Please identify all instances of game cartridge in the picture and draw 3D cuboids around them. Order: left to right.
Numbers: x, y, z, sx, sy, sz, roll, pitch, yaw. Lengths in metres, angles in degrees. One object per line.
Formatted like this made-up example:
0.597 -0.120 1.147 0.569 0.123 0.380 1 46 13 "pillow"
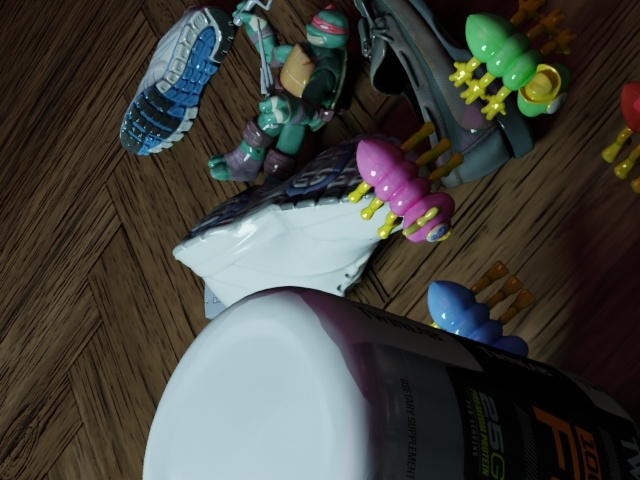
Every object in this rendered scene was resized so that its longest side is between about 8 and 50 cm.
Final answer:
-0.094 0.037 1.199 0.056 0.017 0.083 -12 66 43 "game cartridge"

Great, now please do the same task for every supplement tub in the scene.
0.071 0.153 0.711 0.193 0.316 0.194 -22 59 43 "supplement tub"

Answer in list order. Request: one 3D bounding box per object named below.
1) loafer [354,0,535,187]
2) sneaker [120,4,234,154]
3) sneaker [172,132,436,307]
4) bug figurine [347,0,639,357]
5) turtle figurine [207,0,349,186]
0.076 -0.145 0.996 0.084 0.096 0.267 -35 47 1 "loafer"
-0.168 -0.184 1.350 0.191 0.071 0.083 -56 33 4 "sneaker"
0.000 0.000 1.024 0.297 0.129 0.111 -20 19 51 "sneaker"
0.139 -0.036 0.827 0.216 0.072 0.279 45 104 10 "bug figurine"
-0.032 -0.142 1.123 0.175 0.118 0.234 -107 34 -57 "turtle figurine"
